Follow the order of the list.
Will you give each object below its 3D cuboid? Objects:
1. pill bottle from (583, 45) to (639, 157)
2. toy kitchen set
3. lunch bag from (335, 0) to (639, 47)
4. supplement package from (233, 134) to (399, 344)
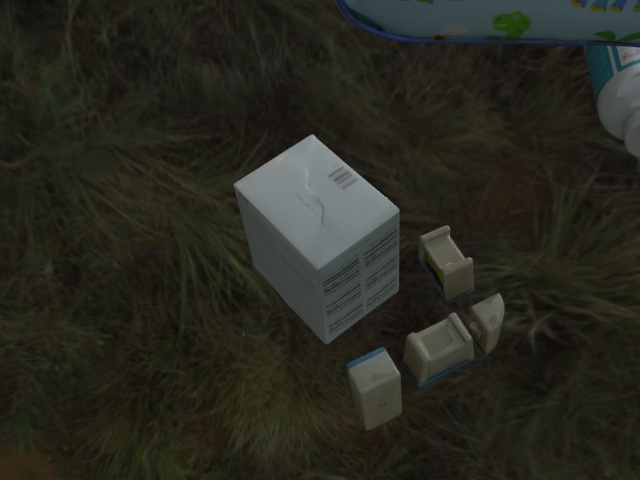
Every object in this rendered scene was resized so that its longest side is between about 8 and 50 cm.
[{"bbox_3d":[0.487,-0.251,1.166,0.146,0.146,0.264,8,54,-5],"label":"pill bottle"},{"bbox_3d":[0.109,0.107,0.974,0.207,0.122,0.166,-24,56,-10],"label":"toy kitchen set"},{"bbox_3d":[0.112,-0.175,0.326,0.218,0.176,0.090,1,50,1],"label":"lunch bag"},{"bbox_3d":[0.000,0.000,1.117,0.149,0.203,0.194,-34,58,-18],"label":"supplement package"}]
